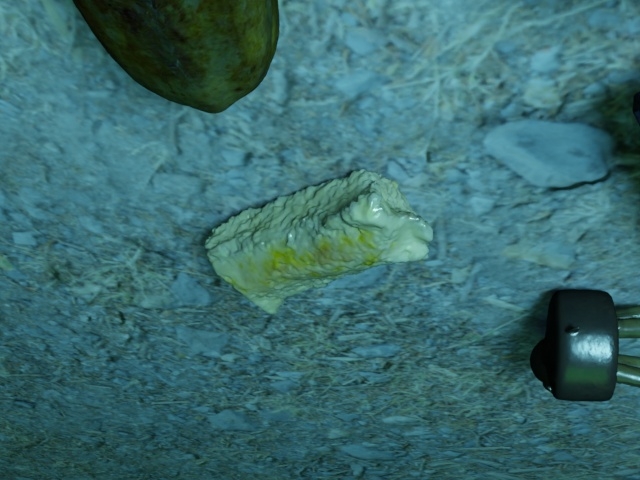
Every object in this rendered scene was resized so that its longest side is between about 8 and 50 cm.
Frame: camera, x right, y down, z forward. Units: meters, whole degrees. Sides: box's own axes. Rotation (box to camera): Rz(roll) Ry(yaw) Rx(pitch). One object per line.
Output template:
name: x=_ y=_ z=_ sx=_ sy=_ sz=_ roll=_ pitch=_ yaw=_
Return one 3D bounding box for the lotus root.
lotus root: x=-0.096 y=-0.179 z=0.480 sx=0.124 sy=0.123 sz=0.241 roll=-9 pitch=148 yaw=9

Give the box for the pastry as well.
pastry: x=-0.006 y=-0.002 z=0.775 sx=0.258 sy=0.089 sz=0.121 roll=-24 pitch=141 yaw=39

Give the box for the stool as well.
stool: x=0.313 y=0.129 z=0.894 sx=0.121 sy=0.125 sz=0.217 roll=1 pitch=157 yaw=8

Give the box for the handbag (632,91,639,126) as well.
handbag: x=0.393 y=-0.017 z=0.548 sx=0.269 sy=0.118 sz=0.325 roll=34 pitch=175 yaw=46
